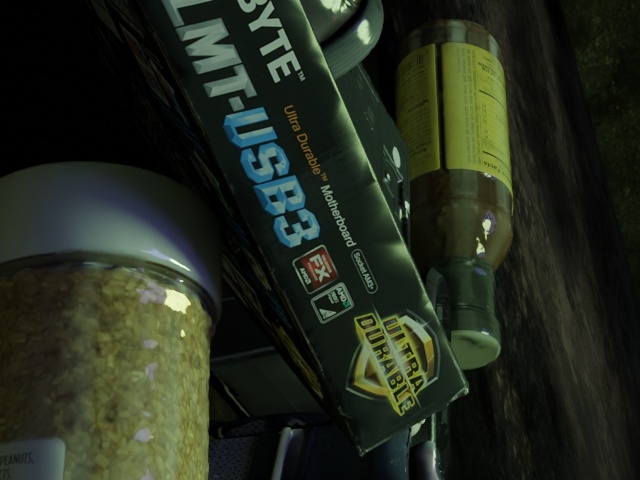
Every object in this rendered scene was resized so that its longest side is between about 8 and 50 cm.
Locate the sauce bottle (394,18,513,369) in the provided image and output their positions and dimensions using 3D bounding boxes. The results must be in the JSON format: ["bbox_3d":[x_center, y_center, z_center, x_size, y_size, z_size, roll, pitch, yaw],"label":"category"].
[{"bbox_3d":[0.121,-0.045,1.436,0.111,0.111,0.344,54,31,-49],"label":"sauce bottle"}]

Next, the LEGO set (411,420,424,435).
[{"bbox_3d":[0.043,0.184,0.962,0.087,0.093,0.227,55,50,-49],"label":"LEGO set"}]

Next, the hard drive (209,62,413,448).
[{"bbox_3d":[0.000,0.000,1.120,0.237,0.064,0.339,55,28,-48],"label":"hard drive"}]

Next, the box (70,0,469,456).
[{"bbox_3d":[-0.058,-0.080,0.783,0.293,0.073,0.295,64,-9,-29],"label":"box"}]

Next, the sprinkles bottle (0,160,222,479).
[{"bbox_3d":[-0.102,0.145,0.642,0.121,0.121,0.355,49,34,-54],"label":"sprinkles bottle"}]

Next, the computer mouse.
[{"bbox_3d":[0.062,0.155,1.215,0.184,0.060,0.262,-13,102,-76],"label":"computer mouse"}]

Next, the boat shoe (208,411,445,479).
[{"bbox_3d":[-0.008,0.238,0.794,0.127,0.158,0.340,49,33,-54],"label":"boat shoe"}]

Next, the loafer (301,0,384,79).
[{"bbox_3d":[-0.049,-0.199,0.922,0.095,0.109,0.302,54,3,-39],"label":"loafer"}]
